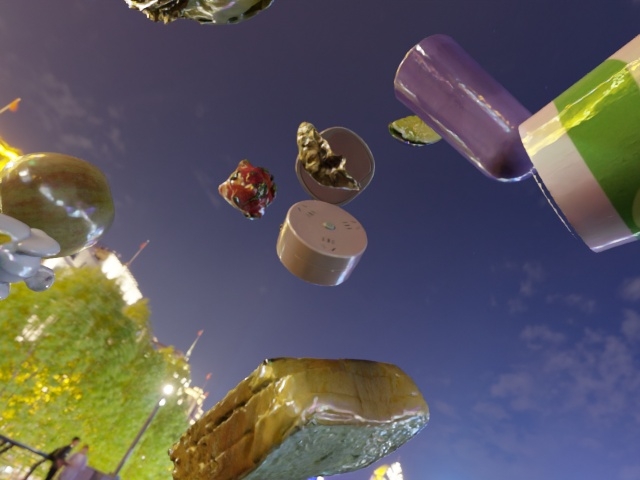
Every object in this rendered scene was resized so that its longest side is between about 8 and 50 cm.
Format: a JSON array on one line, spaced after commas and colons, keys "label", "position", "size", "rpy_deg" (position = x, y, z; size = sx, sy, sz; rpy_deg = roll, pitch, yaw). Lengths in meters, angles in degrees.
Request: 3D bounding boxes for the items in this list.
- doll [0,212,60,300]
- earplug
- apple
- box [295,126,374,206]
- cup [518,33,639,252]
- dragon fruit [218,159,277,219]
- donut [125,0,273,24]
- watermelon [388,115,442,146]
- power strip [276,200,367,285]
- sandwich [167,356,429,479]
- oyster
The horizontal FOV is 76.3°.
[{"label": "doll", "position": [-0.417, -0.079, 0.378], "size": [0.384, 0.188, 0.099], "rpy_deg": [51, -7, -32]}, {"label": "earplug", "position": [0.400, -0.332, 1.072], "size": [0.456, 0.215, 0.215], "rpy_deg": [59, -22, 30]}, {"label": "apple", "position": [-0.641, -0.084, 0.990], "size": [0.257, 0.234, 0.257], "rpy_deg": [12, -74, 44]}, {"label": "box", "position": [0.045, -0.303, 1.624], "size": [0.301, 0.216, 0.301], "rpy_deg": [-2, -71, -7]}, {"label": "cup", "position": [0.389, -0.128, 0.439], "size": [0.274, 0.253, 0.253], "rpy_deg": [-31, -64, 36]}, {"label": "dragon fruit", "position": [-0.230, -0.191, 1.452], "size": [0.200, 0.269, 0.198], "rpy_deg": [-4, -67, 32]}, {"label": "donut", "position": [-0.077, -0.305, 0.323], "size": [0.272, 0.107, 0.272], "rpy_deg": [3, -85, 41]}, {"label": "watermelon", "position": [0.400, -0.435, 1.596], "size": [0.123, 0.301, 0.129], "rpy_deg": [-150, -134, -64]}, {"label": "power strip", "position": [0.000, 0.000, 0.721], "size": [0.154, 0.154, 0.078], "rpy_deg": [27, -53, 1]}, {"label": "sandwich", "position": [-0.011, 0.226, 0.478], "size": [0.251, 0.087, 0.226], "rpy_deg": [21, -58, -43]}, {"label": "oyster", "position": [0.013, -0.230, 1.189], "size": [0.294, 0.094, 0.166], "rpy_deg": [47, -28, 48]}]
